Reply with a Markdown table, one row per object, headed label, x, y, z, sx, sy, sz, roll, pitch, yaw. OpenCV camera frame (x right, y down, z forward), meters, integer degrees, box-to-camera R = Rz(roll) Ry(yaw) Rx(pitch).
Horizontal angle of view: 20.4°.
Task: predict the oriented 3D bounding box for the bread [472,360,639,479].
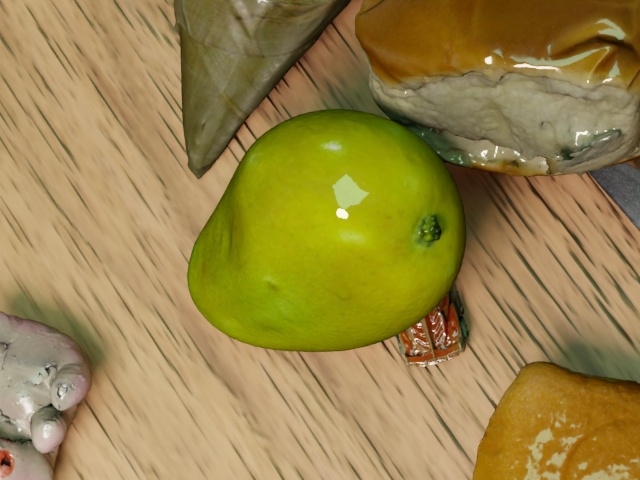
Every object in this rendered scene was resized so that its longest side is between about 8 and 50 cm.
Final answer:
| label | x | y | z | sx | sy | sz | roll | pitch | yaw |
| --- | --- | --- | --- | --- | --- | --- | --- | --- | --- |
| bread | 0.239 | 0.195 | 1.347 | 0.245 | 0.121 | 0.174 | 16 | 80 | 16 |

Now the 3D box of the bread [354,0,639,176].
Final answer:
| label | x | y | z | sx | sy | sz | roll | pitch | yaw |
| --- | --- | --- | --- | --- | --- | --- | --- | --- | --- |
| bread | 0.184 | -0.164 | 1.340 | 0.250 | 0.225 | 0.279 | 17 | 51 | 29 |

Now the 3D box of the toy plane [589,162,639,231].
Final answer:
| label | x | y | z | sx | sy | sz | roll | pitch | yaw |
| --- | --- | --- | --- | --- | --- | --- | --- | --- | --- |
| toy plane | 0.302 | 0.012 | 1.353 | 0.212 | 0.088 | 0.267 | -1 | 55 | 12 |

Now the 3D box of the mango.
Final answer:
| label | x | y | z | sx | sy | sz | roll | pitch | yaw |
| --- | --- | --- | --- | --- | --- | --- | --- | --- | --- |
| mango | 0.009 | 0.002 | 1.383 | 0.185 | 0.273 | 0.149 | 25 | 56 | -7 |

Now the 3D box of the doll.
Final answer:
| label | x | y | z | sx | sy | sz | roll | pitch | yaw |
| --- | --- | --- | --- | --- | --- | --- | --- | --- | --- |
| doll | -0.263 | 0.157 | 1.462 | 0.149 | 0.095 | 0.192 | 27 | 84 | 21 |

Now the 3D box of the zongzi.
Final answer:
| label | x | y | z | sx | sy | sz | roll | pitch | yaw |
| --- | --- | --- | --- | --- | --- | --- | --- | --- | --- |
| zongzi | -0.101 | -0.305 | 1.481 | 0.356 | 0.174 | 0.393 | 45 | 110 | 8 |

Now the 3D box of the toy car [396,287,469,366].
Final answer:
| label | x | y | z | sx | sy | sz | roll | pitch | yaw |
| --- | --- | --- | --- | --- | --- | --- | --- | --- | --- |
| toy car | 0.082 | 0.042 | 1.457 | 0.059 | 0.035 | 0.122 | -16 | 76 | 10 |
